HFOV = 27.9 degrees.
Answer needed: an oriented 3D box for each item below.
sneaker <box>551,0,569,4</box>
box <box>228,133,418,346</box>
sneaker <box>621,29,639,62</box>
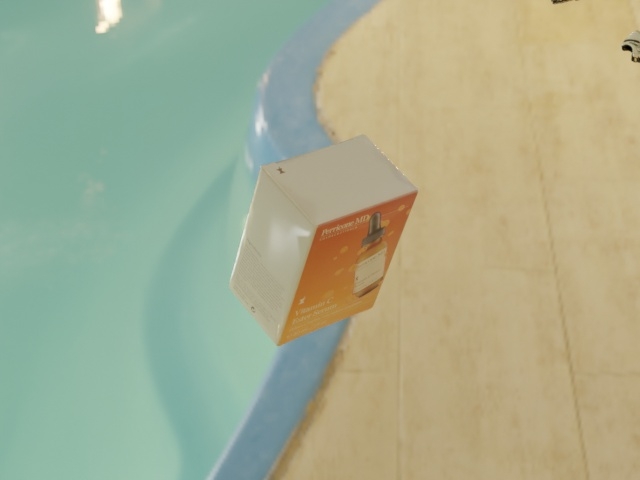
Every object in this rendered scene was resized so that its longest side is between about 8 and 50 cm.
[{"bbox_3d":[0.281,-0.306,1.389,0.083,0.087,0.221,-17,6,17],"label":"sneaker"},{"bbox_3d":[0.000,0.000,1.261,0.130,0.170,0.091,-20,55,-34],"label":"box"},{"bbox_3d":[0.459,-0.259,1.823,0.037,0.032,0.083,-37,56,-2],"label":"sneaker"}]
